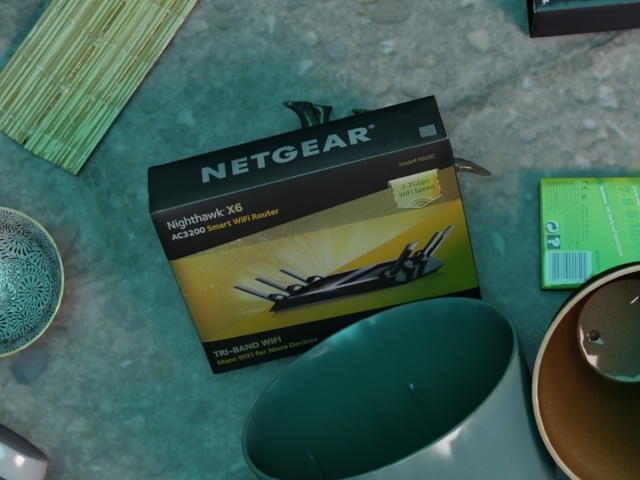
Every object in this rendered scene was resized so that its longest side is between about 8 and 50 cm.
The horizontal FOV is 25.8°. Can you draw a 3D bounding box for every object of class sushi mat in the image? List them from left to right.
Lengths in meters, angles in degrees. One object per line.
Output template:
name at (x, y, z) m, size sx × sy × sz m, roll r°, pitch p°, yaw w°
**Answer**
sushi mat at (-0.258, -0.239, 1.634) m, size 0.151 × 0.019 × 0.316 m, roll 34°, pitch 87°, yaw 8°

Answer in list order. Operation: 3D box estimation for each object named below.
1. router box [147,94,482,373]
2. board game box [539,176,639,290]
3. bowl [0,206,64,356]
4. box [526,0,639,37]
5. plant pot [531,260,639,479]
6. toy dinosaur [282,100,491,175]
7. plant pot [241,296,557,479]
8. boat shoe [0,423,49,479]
router box at (0.000, 0.000, 1.466) m, size 0.309 × 0.243 × 0.081 m, roll -15°, pitch 40°, yaw 4°
board game box at (0.371, -0.008, 1.530) m, size 0.259 × 0.039 × 0.124 m, roll -1°, pitch 82°, yaw 8°
bowl at (-0.360, 0.051, 1.571) m, size 0.170 × 0.080 × 0.170 m, roll -1°, pitch 81°, yaw 6°
box at (0.355, -0.335, 1.547) m, size 0.261 × 0.103 × 0.184 m, roll -4°, pitch 78°, yaw 5°
plant pot at (0.323, 0.115, 1.394) m, size 0.237 × 0.254 × 0.237 m, roll 1°, pitch 100°, yaw 5°
toy dinosaur at (0.027, -0.069, 1.550) m, size 0.313 × 0.121 × 0.160 m, roll 8°, pitch 94°, yaw 2°
plant pot at (0.103, 0.236, 1.397) m, size 0.293 × 0.293 × 0.235 m, roll -27°, pitch 111°, yaw 1°
boat shoe at (-0.481, 0.229, 1.529) m, size 0.367 × 0.136 × 0.156 m, roll 22°, pitch 84°, yaw 11°
